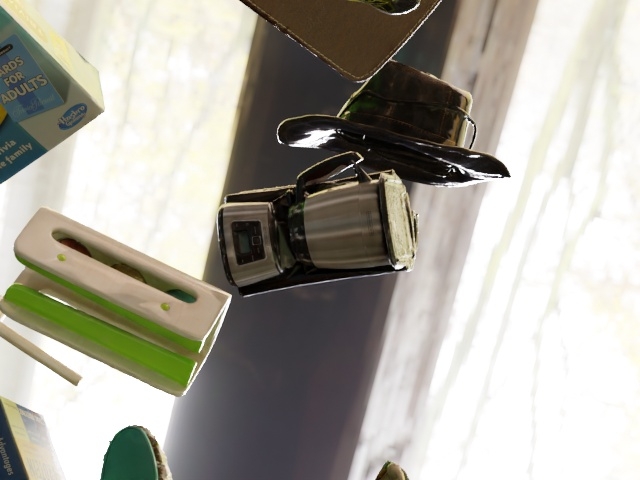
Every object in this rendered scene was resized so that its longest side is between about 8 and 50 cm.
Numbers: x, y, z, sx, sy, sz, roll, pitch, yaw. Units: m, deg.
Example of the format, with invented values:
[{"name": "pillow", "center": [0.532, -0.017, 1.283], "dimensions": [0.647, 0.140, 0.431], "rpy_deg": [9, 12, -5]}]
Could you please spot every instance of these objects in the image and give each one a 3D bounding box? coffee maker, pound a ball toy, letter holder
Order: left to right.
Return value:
[{"name": "pound a ball toy", "center": [-0.295, 0.087, 2.101], "dimensions": [0.319, 0.208, 0.135], "rpy_deg": [25, -138, 3]}, {"name": "coffee maker", "center": [0.000, 0.000, 1.616], "dimensions": [0.178, 0.120, 0.171], "rpy_deg": [-8, 155, 13]}, {"name": "letter holder", "center": [0.045, -0.346, 1.668], "dimensions": [0.214, 0.302, 0.152], "rpy_deg": [34, -171, -24]}]

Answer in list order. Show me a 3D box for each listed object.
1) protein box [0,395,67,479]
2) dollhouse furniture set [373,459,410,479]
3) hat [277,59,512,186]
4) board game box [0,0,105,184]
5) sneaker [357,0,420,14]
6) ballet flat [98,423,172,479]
[{"name": "protein box", "center": [-0.367, 0.299, 1.662], "dimensions": [0.201, 0.199, 0.136], "rpy_deg": [-25, 162, 3]}, {"name": "dollhouse furniture set", "center": [0.128, 0.475, 2.122], "dimensions": [0.151, 0.197, 0.301], "rpy_deg": [16, -137, -29]}, {"name": "hat", "center": [0.106, -0.169, 2.135], "dimensions": [0.331, 0.134, 0.331], "rpy_deg": [12, 175, 1]}, {"name": "board game box", "center": [-0.407, -0.175, 1.505], "dimensions": [0.336, 0.254, 0.079], "rpy_deg": [46, -164, -38]}, {"name": "sneaker", "center": [0.053, -0.234, 1.517], "dimensions": [0.083, 0.031, 0.035], "rpy_deg": [10, -179, 2]}, {"name": "ballet flat", "center": [-0.178, 0.308, 1.628], "dimensions": [0.091, 0.241, 0.077], "rpy_deg": [-16, 150, 16]}]
